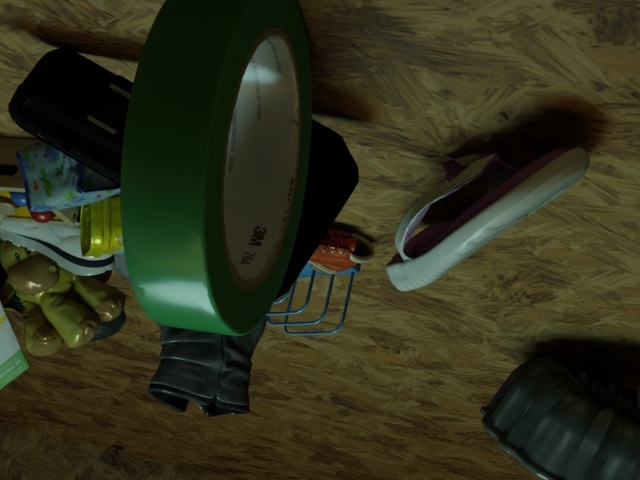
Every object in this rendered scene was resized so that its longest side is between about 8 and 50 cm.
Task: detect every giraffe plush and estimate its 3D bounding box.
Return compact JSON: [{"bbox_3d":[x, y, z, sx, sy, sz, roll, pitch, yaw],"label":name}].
[{"bbox_3d":[-0.410,0.043,2.098,0.210,0.181,0.170,41,163,30],"label":"giraffe plush"}]

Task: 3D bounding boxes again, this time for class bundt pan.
[{"bbox_3d":[0.407,0.276,2.086,0.330,0.124,0.331,23,-167,-6],"label":"bundt pan"}]

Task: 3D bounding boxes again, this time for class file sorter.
[{"bbox_3d":[-0.051,0.053,1.936,0.118,0.105,0.170,-4,154,40],"label":"file sorter"}]

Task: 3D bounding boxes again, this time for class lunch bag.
[{"bbox_3d":[-0.263,-0.093,1.692,0.151,0.096,0.128,-9,179,-41],"label":"lunch bag"}]

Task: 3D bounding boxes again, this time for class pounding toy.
[{"bbox_3d":[-0.393,-0.060,1.842,0.141,0.100,0.130,4,158,22],"label":"pounding toy"}]

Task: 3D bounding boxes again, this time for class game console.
[{"bbox_3d":[-0.150,-0.096,1.497,0.361,0.213,0.044,30,152,6],"label":"game console"}]

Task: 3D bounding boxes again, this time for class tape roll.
[{"bbox_3d":[-0.085,-0.076,1.289,0.077,0.321,0.321,7,159,13],"label":"tape roll"}]

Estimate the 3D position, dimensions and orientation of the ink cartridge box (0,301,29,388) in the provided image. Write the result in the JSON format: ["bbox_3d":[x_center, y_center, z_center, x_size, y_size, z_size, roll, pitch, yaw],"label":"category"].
[{"bbox_3d":[-0.565,0.074,2.099,0.207,0.119,0.353,43,158,25],"label":"ink cartridge box"}]

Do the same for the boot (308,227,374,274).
[{"bbox_3d":[0.000,0.000,1.841,0.084,0.059,0.158,-10,159,40],"label":"boot"}]

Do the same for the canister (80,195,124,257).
[{"bbox_3d":[-0.216,-0.019,1.817,0.169,0.073,0.126,0,172,-16],"label":"canister"}]

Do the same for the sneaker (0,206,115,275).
[{"bbox_3d":[-0.372,-0.037,1.936,0.235,0.090,0.095,21,120,20],"label":"sneaker"}]

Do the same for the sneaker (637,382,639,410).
[{"bbox_3d":[0.665,0.282,2.024,0.447,0.169,0.257,8,158,7],"label":"sneaker"}]

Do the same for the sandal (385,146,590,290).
[{"bbox_3d":[0.150,-0.033,1.575,0.102,0.169,0.416,55,156,2],"label":"sandal"}]

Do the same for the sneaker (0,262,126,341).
[{"bbox_3d":[-0.435,0.091,2.279,0.267,0.101,0.106,19,157,-18],"label":"sneaker"}]

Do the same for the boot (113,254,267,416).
[{"bbox_3d":[-0.213,0.118,2.032,0.338,0.223,0.118,24,158,-29],"label":"boot"}]
